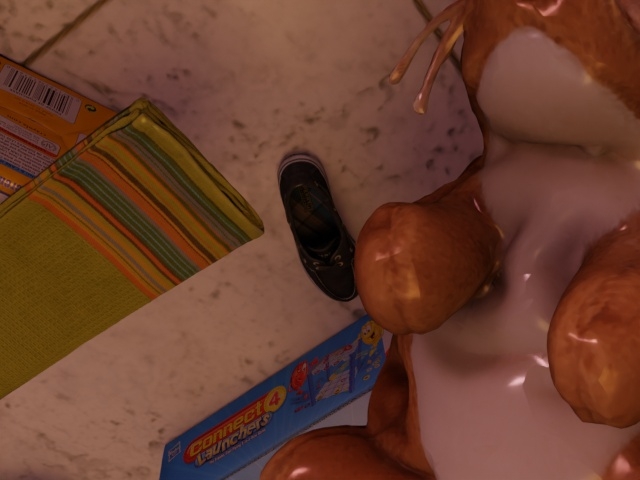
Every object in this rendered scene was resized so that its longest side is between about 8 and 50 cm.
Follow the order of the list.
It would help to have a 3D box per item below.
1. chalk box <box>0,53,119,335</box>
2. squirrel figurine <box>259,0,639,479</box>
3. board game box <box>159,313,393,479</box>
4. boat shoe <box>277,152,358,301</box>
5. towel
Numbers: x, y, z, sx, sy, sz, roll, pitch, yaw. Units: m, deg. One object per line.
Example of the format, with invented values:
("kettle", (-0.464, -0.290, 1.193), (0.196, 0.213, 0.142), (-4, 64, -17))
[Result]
("chalk box", (-0.237, -0.001, 0.516), (0.132, 0.132, 0.213), (26, 119, -22))
("squirrel figurine", (0.181, -0.014, 0.483), (0.397, 0.281, 0.370), (-9, 103, -45))
("board game box", (0.062, 0.231, 0.736), (0.302, 0.086, 0.308), (-35, 121, 19))
("boat shoe", (0.000, 0.000, 0.592), (0.049, 0.040, 0.142), (-18, 125, 8))
("towel", (-0.153, 0.021, 0.446), (0.237, 0.021, 0.102), (-32, 121, 18))
